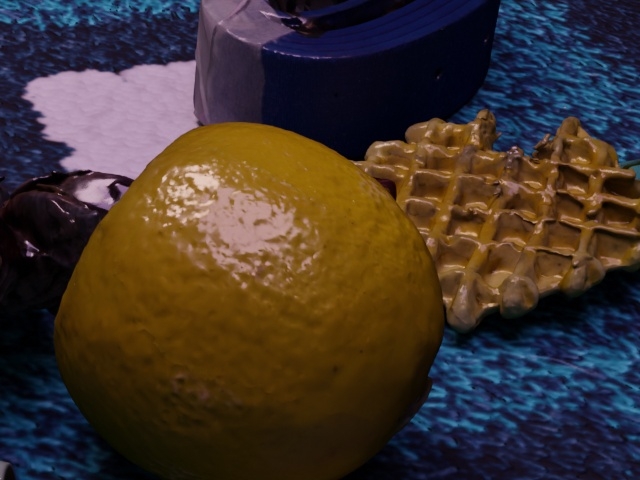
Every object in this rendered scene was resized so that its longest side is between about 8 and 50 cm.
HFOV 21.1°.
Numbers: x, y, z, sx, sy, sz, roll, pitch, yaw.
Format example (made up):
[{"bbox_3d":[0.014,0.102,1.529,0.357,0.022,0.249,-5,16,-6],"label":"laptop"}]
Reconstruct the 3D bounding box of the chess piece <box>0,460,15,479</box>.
[{"bbox_3d":[-0.238,0.170,1.047,0.103,0.067,0.067,-4,34,0],"label":"chess piece"}]

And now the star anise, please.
[{"bbox_3d":[-0.220,0.017,1.187,0.283,0.129,0.212,-20,-3,44],"label":"star anise"}]

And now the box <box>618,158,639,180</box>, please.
[{"bbox_3d":[0.336,0.001,1.405,0.161,0.042,0.226,-10,38,-23],"label":"box"}]

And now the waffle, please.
[{"bbox_3d":[0.130,-0.025,1.383,0.250,0.056,0.261,-20,42,-17],"label":"waffle"}]

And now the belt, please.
[{"bbox_3d":[0.031,-0.193,1.573,0.212,0.117,0.347,29,39,26],"label":"belt"}]

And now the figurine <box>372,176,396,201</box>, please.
[{"bbox_3d":[0.001,0.000,1.297,0.082,0.098,0.154,-13,18,-31],"label":"figurine"}]

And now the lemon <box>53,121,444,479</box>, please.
[{"bbox_3d":[-0.032,0.055,1.099,0.219,0.240,0.240,30,39,14],"label":"lemon"}]
